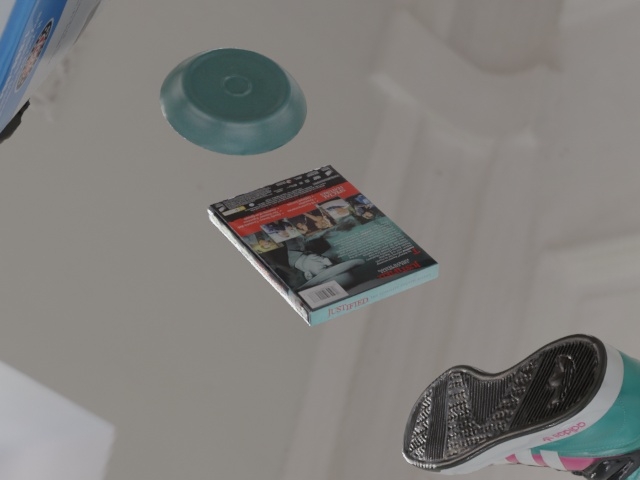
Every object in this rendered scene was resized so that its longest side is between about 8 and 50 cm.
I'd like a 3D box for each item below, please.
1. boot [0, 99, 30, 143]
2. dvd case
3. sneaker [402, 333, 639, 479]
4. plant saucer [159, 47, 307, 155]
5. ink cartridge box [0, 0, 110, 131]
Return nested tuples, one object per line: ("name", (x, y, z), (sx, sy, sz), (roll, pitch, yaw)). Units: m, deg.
("boot", (-0.276, -0.101, 0.913), (0.207, 0.094, 0.246), (39, -65, 26))
("dvd case", (0.000, 0.000, 0.886), (0.087, 0.013, 0.119), (-20, -140, -25))
("sneaker", (0.218, 0.174, 1.372), (0.295, 0.178, 0.124), (-25, -137, 55))
("plant saucer", (-0.068, -0.118, 1.221), (0.021, 0.119, 0.119), (104, -9, -48))
("ink cartridge box", (-0.134, -0.196, 0.684), (0.223, 0.129, 0.307), (-62, -175, 27))
